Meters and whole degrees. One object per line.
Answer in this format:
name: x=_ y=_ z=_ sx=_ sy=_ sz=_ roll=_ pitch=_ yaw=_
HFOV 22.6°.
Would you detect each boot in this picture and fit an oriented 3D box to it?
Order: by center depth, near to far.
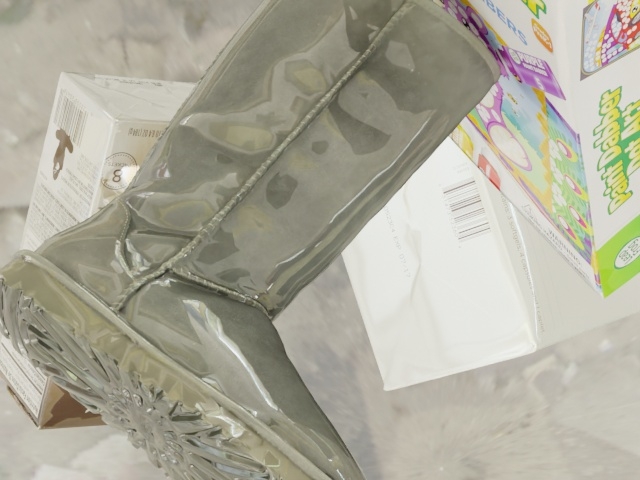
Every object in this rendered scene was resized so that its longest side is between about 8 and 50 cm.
boot: x=0.001 y=-0.001 z=0.613 sx=0.189 sy=0.076 sz=0.208 roll=40 pitch=59 yaw=12

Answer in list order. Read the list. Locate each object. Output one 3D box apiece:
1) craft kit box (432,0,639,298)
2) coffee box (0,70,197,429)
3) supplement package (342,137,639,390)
craft kit box: x=0.059 y=-0.124 z=0.709 sx=0.061 sy=0.247 sz=0.250 roll=-35 pitch=59 yaw=-9
coffee box: x=-0.142 y=0.009 z=1.196 sx=0.098 sy=0.141 sz=0.246 roll=40 pitch=121 yaw=47
supplement package: x=0.130 y=-0.026 z=1.084 sx=0.203 sy=0.149 sz=0.194 roll=-16 pitch=87 yaw=-42
